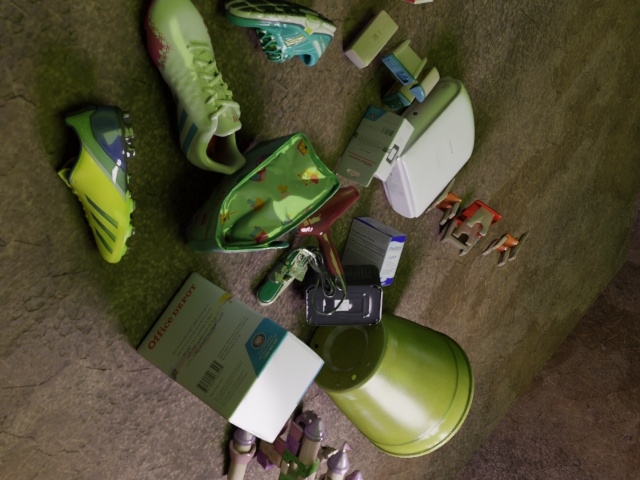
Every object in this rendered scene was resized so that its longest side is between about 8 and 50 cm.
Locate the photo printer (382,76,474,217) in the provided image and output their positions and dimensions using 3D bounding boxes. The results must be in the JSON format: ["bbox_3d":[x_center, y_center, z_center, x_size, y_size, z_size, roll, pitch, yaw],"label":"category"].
[{"bbox_3d":[0.278,-0.242,2.026,0.307,0.107,0.256,-47,144,-21],"label":"photo printer"}]

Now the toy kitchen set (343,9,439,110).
[{"bbox_3d":[0.135,-0.375,1.786,0.207,0.166,0.122,44,72,-18],"label":"toy kitchen set"}]

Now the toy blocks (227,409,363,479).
[{"bbox_3d":[-0.032,0.514,1.976,0.309,0.288,0.260,-17,131,-43],"label":"toy blocks"}]

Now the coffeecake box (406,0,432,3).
[{"bbox_3d":[0.167,-0.584,1.606,0.068,0.142,0.186,-23,130,-43],"label":"coffeecake box"}]

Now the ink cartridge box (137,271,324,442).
[{"bbox_3d":[-0.178,0.231,1.601,0.198,0.270,0.197,-56,147,-10],"label":"ink cartridge box"}]

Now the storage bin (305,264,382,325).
[{"bbox_3d":[0.053,0.131,1.915,0.180,0.084,0.122,-1,125,-2],"label":"storage bin"}]

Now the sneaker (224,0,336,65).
[{"bbox_3d":[-0.071,-0.380,1.475,0.275,0.107,0.110,0,122,-53],"label":"sneaker"}]

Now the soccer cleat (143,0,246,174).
[{"bbox_3d":[-0.193,-0.257,1.353,0.116,0.143,0.331,-40,140,-30],"label":"soccer cleat"}]

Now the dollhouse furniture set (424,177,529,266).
[{"bbox_3d":[0.435,-0.056,2.265,0.135,0.262,0.259,-54,179,-15],"label":"dollhouse furniture set"}]

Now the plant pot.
[{"bbox_3d":[0.156,0.340,2.099,0.353,0.366,0.366,38,81,-44],"label":"plant pot"}]

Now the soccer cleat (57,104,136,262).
[{"bbox_3d":[-0.366,-0.089,1.315,0.121,0.093,0.289,-4,126,-18],"label":"soccer cleat"}]

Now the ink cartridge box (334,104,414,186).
[{"bbox_3d":[0.123,-0.208,1.846,0.180,0.104,0.060,-61,148,-2],"label":"ink cartridge box"}]

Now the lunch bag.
[{"bbox_3d":[-0.123,-0.065,1.497,0.262,0.223,0.160,-45,107,-17],"label":"lunch bag"}]

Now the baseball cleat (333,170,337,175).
[{"bbox_3d":[-0.051,-0.113,1.730,0.205,0.072,0.109,0,127,-48],"label":"baseball cleat"}]

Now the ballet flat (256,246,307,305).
[{"bbox_3d":[-0.088,0.080,1.826,0.168,0.057,0.052,-47,171,-16],"label":"ballet flat"}]

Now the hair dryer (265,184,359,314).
[{"bbox_3d":[0.000,0.000,1.808,0.223,0.080,0.294,32,80,-40],"label":"hair dryer"}]

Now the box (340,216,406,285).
[{"bbox_3d":[0.131,0.026,1.999,0.072,0.126,0.137,-7,119,-50],"label":"box"}]
